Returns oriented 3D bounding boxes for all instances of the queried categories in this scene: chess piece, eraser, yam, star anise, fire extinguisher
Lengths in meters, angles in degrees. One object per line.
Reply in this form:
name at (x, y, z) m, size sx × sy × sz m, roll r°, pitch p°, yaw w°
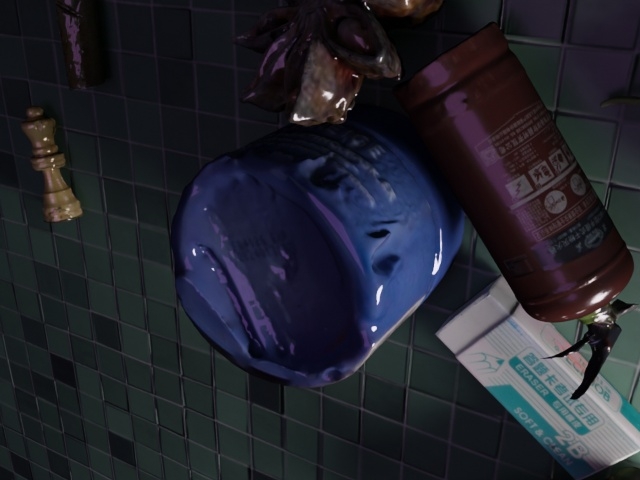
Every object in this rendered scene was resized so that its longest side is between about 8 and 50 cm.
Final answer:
chess piece at (-0.401, -0.114, 1.041) m, size 0.060 × 0.060 × 0.172 m, roll 2°, pitch 110°, yaw 31°
eraser at (0.238, 0.151, 0.768) m, size 0.225 × 0.052 × 0.095 m, roll 46°, pitch 129°, yaw 6°
yam at (-0.312, -0.264, 0.915) m, size 0.054 × 0.054 × 0.132 m, roll 14°, pitch 119°, yaw 26°
star anise at (0.022, -0.209, 0.680) m, size 0.236 × 0.109 × 0.223 m, roll 32°, pitch 95°, yaw 48°
fire extinguisher at (0.194, -0.026, 0.665) m, size 0.337 × 0.135 × 0.114 m, roll 57°, pitch 163°, yaw -4°

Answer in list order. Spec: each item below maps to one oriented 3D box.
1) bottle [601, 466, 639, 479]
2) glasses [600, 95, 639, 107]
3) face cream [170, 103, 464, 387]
bottle at (0.261, 0.353, 0.789) m, size 0.156 × 0.143 × 0.271 m, roll 48°, pitch 129°, yaw -8°
glasses at (0.331, -0.171, 0.560) m, size 0.239 × 0.102 × 0.207 m, roll 36°, pitch 154°, yaw 11°
face cream at (0.000, 0.000, 0.738) m, size 0.249 × 0.225 × 0.249 m, roll 13°, pitch 119°, yaw 25°
